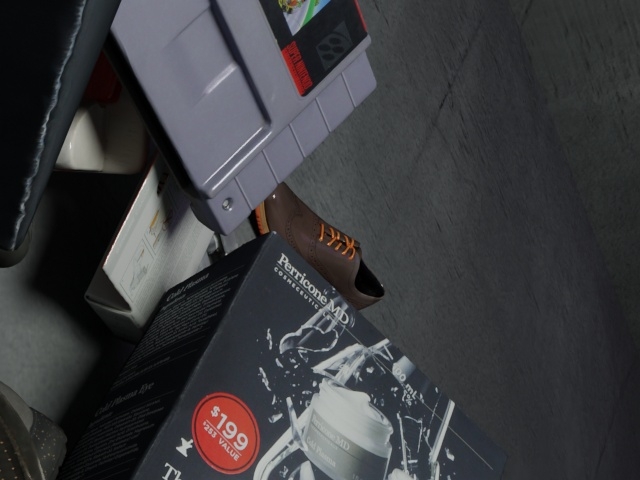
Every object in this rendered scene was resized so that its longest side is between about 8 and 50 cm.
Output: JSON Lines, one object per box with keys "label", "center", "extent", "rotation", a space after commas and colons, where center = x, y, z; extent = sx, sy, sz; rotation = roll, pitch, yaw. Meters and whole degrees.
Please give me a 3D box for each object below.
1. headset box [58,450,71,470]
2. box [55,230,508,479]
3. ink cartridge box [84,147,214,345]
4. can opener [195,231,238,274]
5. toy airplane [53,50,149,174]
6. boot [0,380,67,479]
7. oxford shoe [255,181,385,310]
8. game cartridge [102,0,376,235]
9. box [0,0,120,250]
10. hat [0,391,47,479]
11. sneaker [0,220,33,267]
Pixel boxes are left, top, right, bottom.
{"label": "headset box", "center": [-0.231, 0.211, 1.170], "extent": [0.083, 0.062, 0.032], "rotation": [3, 79, -65]}
{"label": "box", "center": [-0.035, 0.229, 1.152], "extent": [0.343, 0.179, 0.312], "rotation": [44, 44, -18]}
{"label": "ink cartridge box", "center": [-0.150, -0.054, 1.248], "extent": [0.239, 0.060, 0.275], "rotation": [74, 37, -66]}
{"label": "can opener", "center": [-0.123, 0.091, 1.453], "extent": [0.095, 0.076, 0.283], "rotation": [-19, 101, -32]}
{"label": "toy airplane", "center": [-0.227, -0.245, 1.168], "extent": [0.386, 0.272, 0.384], "rotation": [107, 10, -51]}
{"label": "boot", "center": [-0.331, 0.206, 0.944], "extent": [0.223, 0.118, 0.338], "rotation": [52, 30, -34]}
{"label": "oxford shoe", "center": [0.000, 0.000, 1.677], "extent": [0.271, 0.098, 0.097], "rotation": [52, 38, -45]}
{"label": "game cartridge", "center": [-0.075, -0.195, 1.084], "extent": [0.230, 0.068, 0.355], "rotation": [-43, 139, -16]}
{"label": "box", "center": [-0.292, -0.320, 0.688], "extent": [0.472, 0.297, 0.480], "rotation": [21, 51, -11]}
{"label": "hat", "center": [-0.332, 0.210, 0.796], "extent": [0.134, 0.331, 0.331], "rotation": [120, -27, -68]}
{"label": "sneaker", "center": [-0.347, -0.042, 0.994], "extent": [0.286, 0.109, 0.130], "rotation": [40, 52, -41]}
